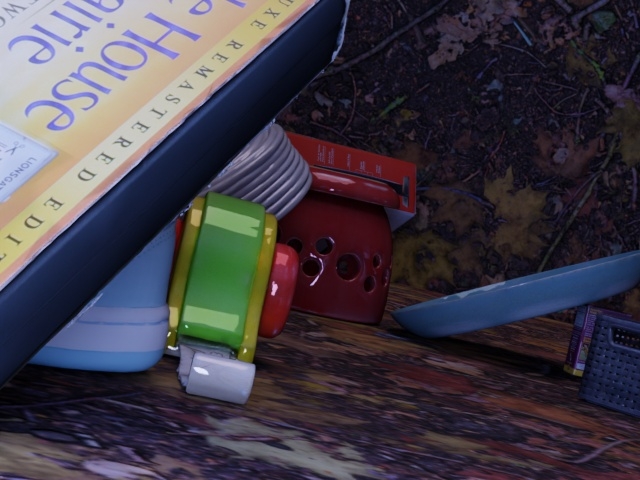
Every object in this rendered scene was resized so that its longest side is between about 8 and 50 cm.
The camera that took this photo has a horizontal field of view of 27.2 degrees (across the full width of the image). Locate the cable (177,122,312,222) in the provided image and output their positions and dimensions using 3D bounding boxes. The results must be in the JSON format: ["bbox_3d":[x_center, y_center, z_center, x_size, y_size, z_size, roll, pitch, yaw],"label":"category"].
[{"bbox_3d":[-0.140,-0.052,1.496,0.257,0.089,0.257,-28,20,-7],"label":"cable"}]

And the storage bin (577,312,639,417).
[{"bbox_3d":[0.346,0.130,1.255,0.180,0.084,0.122,11,2,-41],"label":"storage bin"}]

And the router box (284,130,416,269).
[{"bbox_3d":[-0.071,-0.045,1.908,0.301,0.082,0.335,13,-25,-23],"label":"router box"}]

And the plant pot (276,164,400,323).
[{"bbox_3d":[0.000,0.000,1.617,0.191,0.174,0.191,12,3,-1],"label":"plant pot"}]

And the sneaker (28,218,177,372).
[{"bbox_3d":[-0.201,-0.050,0.684,0.319,0.208,0.127,12,3,-45],"label":"sneaker"}]

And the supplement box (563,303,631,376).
[{"bbox_3d":[0.319,0.118,1.529,0.055,0.083,0.043,14,1,-6],"label":"supplement box"}]

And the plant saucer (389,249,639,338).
[{"bbox_3d":[0.240,0.065,1.552,0.317,0.044,0.317,-14,-2,0],"label":"plant saucer"}]

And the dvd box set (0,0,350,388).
[{"bbox_3d":[-0.237,-0.121,0.618,0.420,0.062,0.307,27,48,15],"label":"dvd box set"}]

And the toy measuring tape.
[{"bbox_3d":[-0.066,0.026,0.879,0.121,0.121,0.330,13,1,-7],"label":"toy measuring tape"}]
